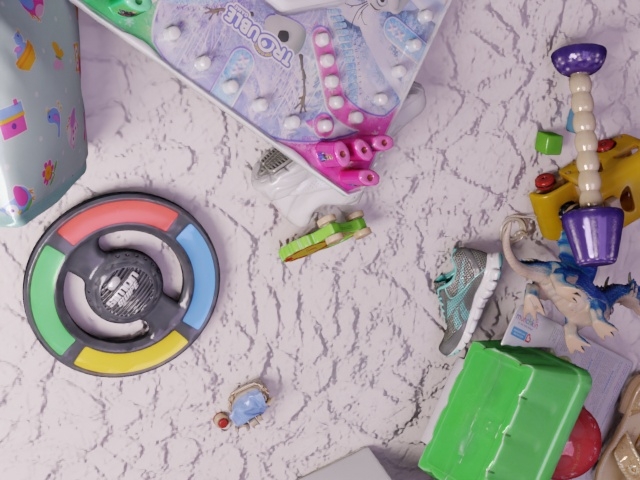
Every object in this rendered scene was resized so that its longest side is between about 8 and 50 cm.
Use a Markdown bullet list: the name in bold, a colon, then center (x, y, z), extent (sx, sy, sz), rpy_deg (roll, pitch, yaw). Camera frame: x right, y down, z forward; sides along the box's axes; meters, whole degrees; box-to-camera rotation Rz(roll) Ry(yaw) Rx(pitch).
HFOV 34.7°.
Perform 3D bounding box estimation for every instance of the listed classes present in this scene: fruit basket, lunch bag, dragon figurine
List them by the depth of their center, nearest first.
- **lunch bag**: center (-0.307, -0.150, 0.983), extent (0.160, 0.262, 0.223), rpy_deg (0, 109, 10)
- **dragon figurine**: center (0.317, 0.047, 1.337), extent (0.289, 0.144, 0.085), rpy_deg (36, 128, -20)
- **fruit basket**: center (0.294, 0.277, 1.440), extent (0.353, 0.165, 0.327), rpy_deg (25, 89, -51)

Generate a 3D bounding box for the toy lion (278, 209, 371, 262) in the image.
- **toy lion**: center (0.000, 0.000, 1.255), extent (0.100, 0.096, 0.034), rpy_deg (-11, 74, -54)

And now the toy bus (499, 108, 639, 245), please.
- **toy bus**: center (0.370, -0.055, 1.368), extent (0.191, 0.104, 0.202), rpy_deg (14, 103, -26)

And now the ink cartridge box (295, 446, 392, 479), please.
- **ink cartridge box**: center (0.086, 0.462, 1.380), extent (0.121, 0.211, 0.289), rpy_deg (-23, 116, -12)

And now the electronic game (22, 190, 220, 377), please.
- **electronic game**: center (-0.227, 0.054, 1.190), extent (0.229, 0.048, 0.229), rpy_deg (-8, 112, -20)

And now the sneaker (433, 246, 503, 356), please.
- **sneaker**: center (0.183, 0.077, 1.373), extent (0.076, 0.065, 0.166), rpy_deg (21, 113, 3)

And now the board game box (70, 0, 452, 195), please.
- **board game box**: center (-0.012, -0.306, 1.071), extent (0.390, 0.050, 0.390), rpy_deg (34, 73, -30)

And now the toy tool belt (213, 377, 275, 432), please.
- **toy tool belt**: center (-0.097, 0.217, 1.303), extent (0.083, 0.051, 0.052), rpy_deg (-39, 119, -5)

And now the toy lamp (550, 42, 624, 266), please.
- **toy lamp**: center (0.336, -0.105, 1.288), extent (0.080, 0.080, 0.275), rpy_deg (3, 80, -24)

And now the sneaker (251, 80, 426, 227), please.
- **sneaker**: center (0.034, -0.103, 1.230), extent (0.232, 0.090, 0.115), rpy_deg (-33, 125, 2)

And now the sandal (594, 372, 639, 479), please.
- **sandal**: center (0.489, 0.326, 1.568), extent (0.088, 0.079, 0.240), rpy_deg (-2, 111, -29)
